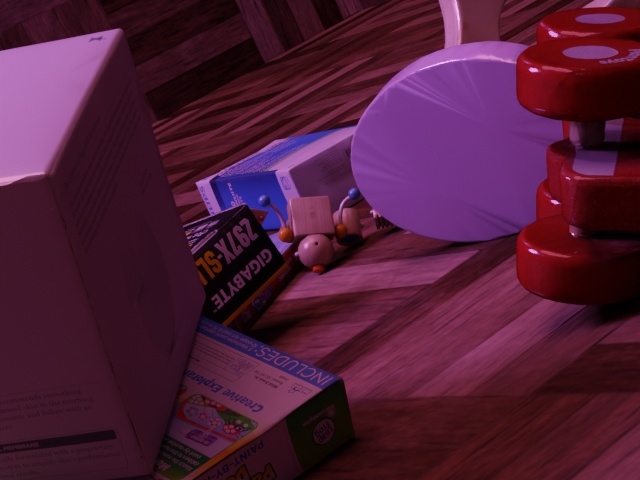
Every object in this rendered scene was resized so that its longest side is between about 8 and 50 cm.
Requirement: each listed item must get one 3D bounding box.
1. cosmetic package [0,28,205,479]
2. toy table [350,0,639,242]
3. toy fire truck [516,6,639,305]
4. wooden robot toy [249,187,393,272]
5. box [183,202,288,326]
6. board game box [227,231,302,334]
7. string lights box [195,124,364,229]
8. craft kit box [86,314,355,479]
[{"bbox_3d":[-0.185,0.010,1.179,0.138,0.224,0.224,-8,28,11],"label":"cosmetic package"},{"bbox_3d":[0.160,-0.124,1.549,0.274,0.252,0.161,-13,31,47],"label":"toy table"},{"bbox_3d":[0.275,-0.066,1.257,0.254,0.169,0.302,3,19,13],"label":"toy fire truck"},{"bbox_3d":[0.000,0.000,1.765,0.173,0.079,0.076,-5,-27,-11],"label":"wooden robot toy"},{"bbox_3d":[-0.216,0.095,1.616,0.322,0.079,0.257,-19,21,46],"label":"box"},{"bbox_3d":[-0.099,0.055,1.788,0.145,0.027,0.281,-20,12,23],"label":"board game box"},{"bbox_3d":[-0.032,-0.073,2.113,0.133,0.076,0.260,-30,12,-25],"label":"string lights box"},{"bbox_3d":[-0.148,0.139,1.220,0.247,0.061,0.250,-29,31,-31],"label":"craft kit box"}]
